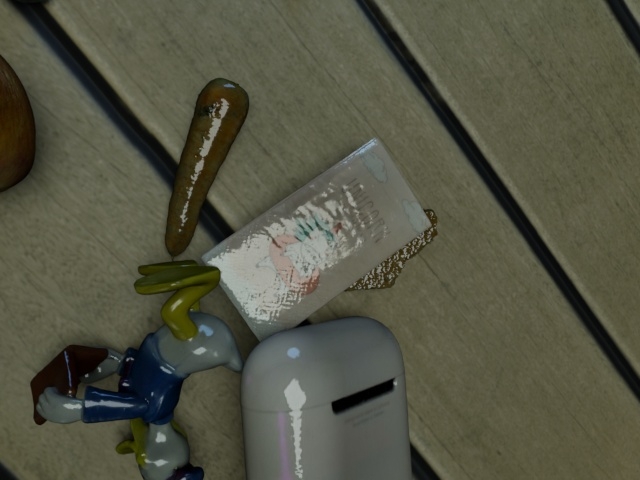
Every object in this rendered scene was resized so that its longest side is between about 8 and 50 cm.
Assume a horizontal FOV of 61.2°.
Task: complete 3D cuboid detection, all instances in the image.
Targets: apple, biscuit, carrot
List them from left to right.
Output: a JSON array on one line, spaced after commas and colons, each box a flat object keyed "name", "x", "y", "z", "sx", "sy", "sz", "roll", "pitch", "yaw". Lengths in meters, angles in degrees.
[{"name": "apple", "x": -0.453, "y": -0.141, "z": 0.641, "sx": 0.210, "sy": 0.211, "sz": 0.188, "roll": -18, "pitch": 95, "yaw": -16}, {"name": "carrot", "x": -0.181, "y": -0.093, "z": 0.799, "sx": 0.078, "sy": 0.078, "sz": 0.299, "roll": 19, "pitch": 89, "yaw": -16}, {"name": "biscuit", "x": 0.085, "y": 0.016, "z": 0.896, "sx": 0.236, "sy": 0.026, "sz": 0.131, "roll": -3, "pitch": 92, "yaw": -16}]

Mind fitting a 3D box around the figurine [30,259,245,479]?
[{"name": "figurine", "x": -0.236, "y": 0.211, "z": 0.711, "sx": 0.283, "sy": 0.204, "sz": 0.339, "roll": -11, "pitch": 99, "yaw": -5}]

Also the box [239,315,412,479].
[{"name": "box", "x": 0.018, "y": 0.292, "z": 0.773, "sx": 0.288, "sy": 0.141, "sz": 0.350, "roll": -2, "pitch": 87, "yaw": -47}]

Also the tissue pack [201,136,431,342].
[{"name": "tissue pack", "x": 0.000, "y": 0.000, "z": 0.822, "sx": 0.325, "sy": 0.071, "sz": 0.170, "roll": -35, "pitch": 97, "yaw": -13}]

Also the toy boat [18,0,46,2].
[{"name": "toy boat", "x": -0.408, "y": -0.456, "z": 0.720, "sx": 0.085, "sy": 0.078, "sz": 0.261, "roll": -10, "pitch": 93, "yaw": 9}]
